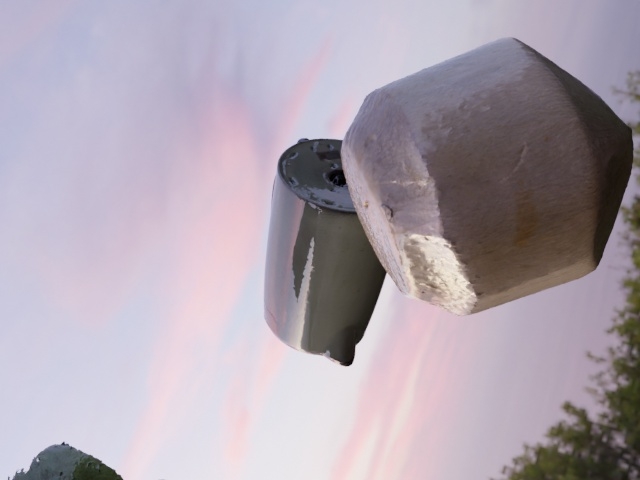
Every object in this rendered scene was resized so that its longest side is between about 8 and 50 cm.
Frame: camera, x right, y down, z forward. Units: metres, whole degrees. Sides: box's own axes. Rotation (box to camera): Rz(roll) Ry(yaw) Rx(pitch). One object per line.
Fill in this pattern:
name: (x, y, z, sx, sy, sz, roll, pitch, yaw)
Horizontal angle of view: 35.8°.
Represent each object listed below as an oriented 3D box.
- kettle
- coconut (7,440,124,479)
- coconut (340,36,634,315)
kettle: (0.000, 0.000, 1.290, 0.165, 0.240, 0.255, -12, -48, -25)
coconut: (-0.281, 0.290, 1.085, 0.055, 0.158, 0.133, 131, 132, -83)
coconut: (0.164, -0.061, 0.917, 0.237, 0.266, 0.237, 157, 90, -80)
